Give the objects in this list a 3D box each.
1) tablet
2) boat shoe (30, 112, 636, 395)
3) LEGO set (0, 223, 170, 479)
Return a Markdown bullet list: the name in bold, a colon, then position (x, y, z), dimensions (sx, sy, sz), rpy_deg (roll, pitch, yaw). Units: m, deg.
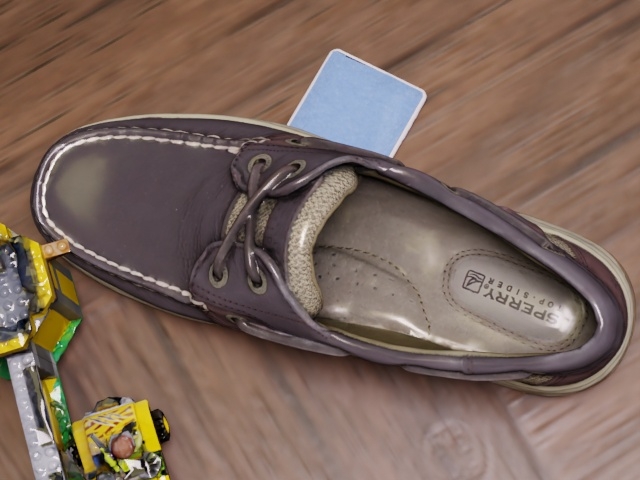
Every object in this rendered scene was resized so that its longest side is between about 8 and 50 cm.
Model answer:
- **tablet**: position (0.010, -0.048, 0.748), dimensions (0.054, 0.006, 0.083), rpy_deg (27, 78, 12)
- **boat shoe**: position (0.000, 0.000, 0.684), dimensions (0.285, 0.092, 0.103), rpy_deg (18, 85, 10)
- **LEGO set**: position (-0.228, 0.111, 0.610), dimensions (0.331, 0.192, 0.255), rpy_deg (-9, 78, 1)
